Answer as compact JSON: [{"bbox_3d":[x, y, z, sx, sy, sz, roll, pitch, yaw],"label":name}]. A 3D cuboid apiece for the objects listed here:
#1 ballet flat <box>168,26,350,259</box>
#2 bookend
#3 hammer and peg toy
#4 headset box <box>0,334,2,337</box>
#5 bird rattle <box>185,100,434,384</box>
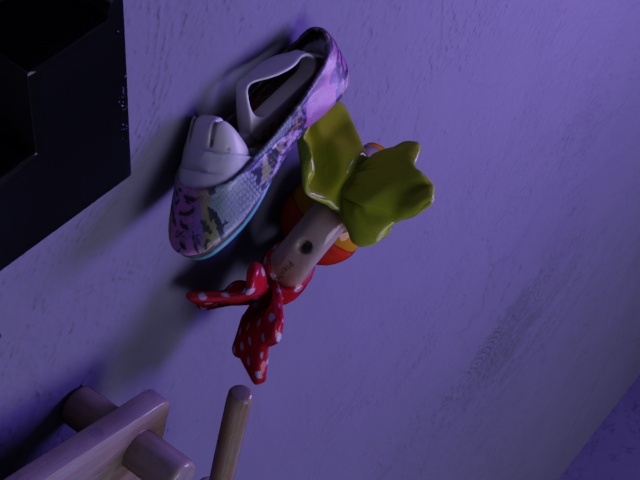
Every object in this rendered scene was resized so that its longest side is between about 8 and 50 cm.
[{"bbox_3d":[-0.056,-0.087,1.208,0.221,0.077,0.079,-51,140,-24],"label":"ballet flat"},{"bbox_3d":[-0.195,-0.069,0.927,0.157,0.072,0.156,-41,153,-31],"label":"bookend"},{"bbox_3d":[-0.199,0.242,1.286,0.361,0.127,0.266,-32,146,-46],"label":"hammer and peg toy"},{"bbox_3d":[-0.254,0.062,1.043,0.062,0.032,0.083,-46,155,-24],"label":"headset box"},{"bbox_3d":[0.000,0.000,1.371,0.253,0.143,0.207,-60,174,18],"label":"bird rattle"}]
